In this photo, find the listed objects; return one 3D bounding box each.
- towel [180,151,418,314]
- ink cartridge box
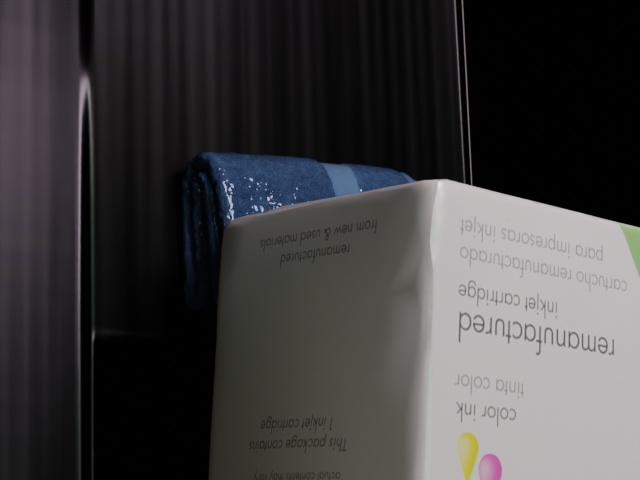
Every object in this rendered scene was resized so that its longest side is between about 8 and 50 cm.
[{"bbox_3d":[0.000,0.000,0.720,0.119,0.029,0.067,4,75,-40],"label":"towel"},{"bbox_3d":[0.066,0.172,0.653,0.207,0.119,0.353,11,77,-40],"label":"ink cartridge box"}]
